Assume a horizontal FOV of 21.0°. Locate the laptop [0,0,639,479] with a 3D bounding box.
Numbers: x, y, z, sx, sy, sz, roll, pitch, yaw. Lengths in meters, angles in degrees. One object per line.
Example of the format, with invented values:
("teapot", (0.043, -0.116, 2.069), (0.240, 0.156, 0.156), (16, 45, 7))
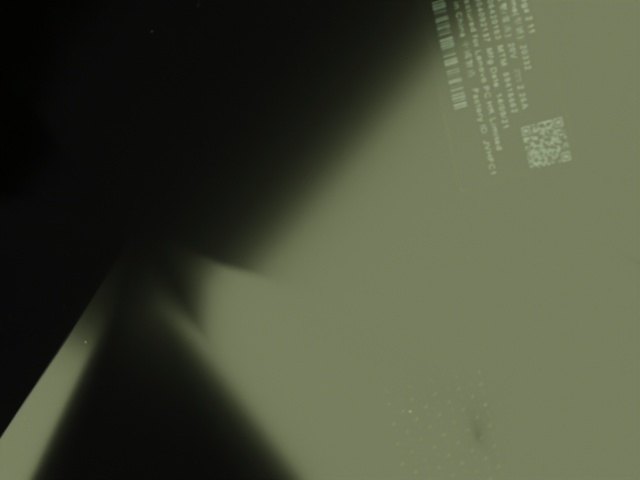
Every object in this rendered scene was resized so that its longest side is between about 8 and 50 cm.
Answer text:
("laptop", (0.082, -0.101, 0.531), (0.408, 0.236, 0.381), (-15, 82, 25))
